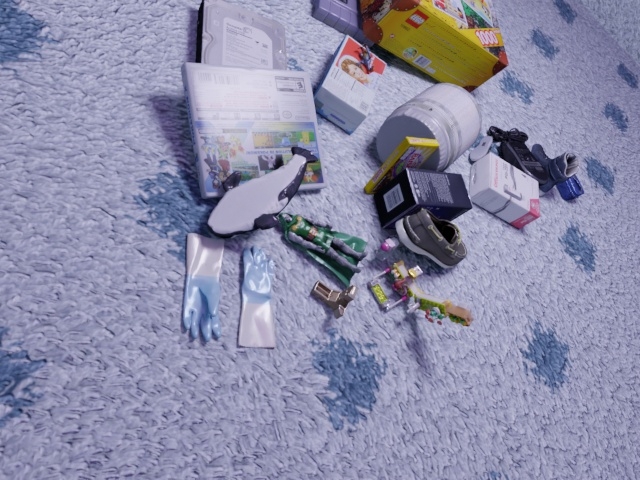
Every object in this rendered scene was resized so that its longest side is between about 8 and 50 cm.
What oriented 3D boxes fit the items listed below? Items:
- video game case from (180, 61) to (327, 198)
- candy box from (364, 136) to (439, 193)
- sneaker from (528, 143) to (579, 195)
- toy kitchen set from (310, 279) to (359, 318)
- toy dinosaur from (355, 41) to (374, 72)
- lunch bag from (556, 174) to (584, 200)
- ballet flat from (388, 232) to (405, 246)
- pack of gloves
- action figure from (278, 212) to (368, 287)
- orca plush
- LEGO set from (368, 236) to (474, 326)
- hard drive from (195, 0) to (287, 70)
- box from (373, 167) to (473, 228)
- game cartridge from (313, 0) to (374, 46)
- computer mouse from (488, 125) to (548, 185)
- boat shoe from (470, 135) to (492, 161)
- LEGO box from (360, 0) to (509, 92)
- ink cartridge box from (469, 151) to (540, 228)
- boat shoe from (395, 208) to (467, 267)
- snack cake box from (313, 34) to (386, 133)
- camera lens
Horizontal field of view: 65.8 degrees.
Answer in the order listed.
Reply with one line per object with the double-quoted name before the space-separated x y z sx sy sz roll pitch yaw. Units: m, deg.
"video game case" -0.145 -0.259 1.169 0.329 0.036 0.299 -9 90 -35
"candy box" 0.210 -0.192 1.298 0.105 0.206 0.027 -6 61 -34
"sneaker" 0.827 -0.286 1.755 0.086 0.163 0.226 20 56 -20
"toy kitchen set" 0.025 0.126 1.100 0.075 0.083 0.068 37 52 -10
"toy dinosaur" 0.139 -0.523 1.420 0.090 0.047 0.082 -35 104 -49
"lunch bag" 0.928 -0.196 1.831 0.067 0.065 0.098 -8 70 -34
"ballet flat" 0.236 0.000 1.323 0.115 0.041 0.041 17 59 -23
"pack of gloves" -0.177 0.098 1.016 0.195 0.046 0.231 9 62 -27
"action figure" 0.000 0.000 1.168 0.232 0.063 0.137 29 57 -12
"orca plush" -0.133 -0.098 1.112 0.151 0.102 0.287 30 68 6
"LEGO set" 0.217 0.133 1.184 0.107 0.132 0.287 -24 58 -32
"hard drive" -0.200 -0.458 1.276 0.237 0.064 0.338 11 60 -27
"box" 0.274 -0.106 1.328 0.207 0.153 0.108 1 66 -31
"game cartridge" 0.093 -0.827 1.648 0.230 0.068 0.354 21 57 -26
"computer mouse" 0.698 -0.282 1.739 0.189 0.072 0.272 2 53 -28
"boat shoe" 0.546 -0.300 1.663 0.142 0.049 0.040 -48 134 -34
"LEGO box" 0.373 -0.770 1.660 0.501 0.193 0.371 14 61 -34
"ink cartridge box" 0.593 -0.161 1.591 0.218 0.092 0.158 25 56 -17
"boat shoe" 0.315 -0.004 1.293 0.305 0.091 0.109 20 45 -46
"snack cake box" 0.082 -0.454 1.429 0.152 0.089 0.264 30 54 -13
"camera lens" 0.315 -0.310 1.415 0.219 0.219 0.274 50 52 0
